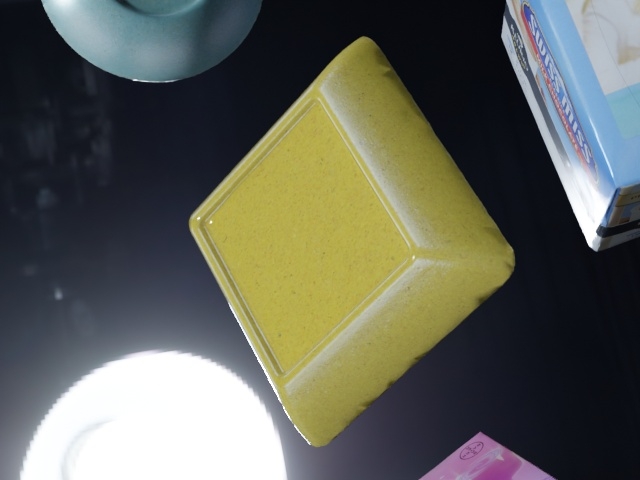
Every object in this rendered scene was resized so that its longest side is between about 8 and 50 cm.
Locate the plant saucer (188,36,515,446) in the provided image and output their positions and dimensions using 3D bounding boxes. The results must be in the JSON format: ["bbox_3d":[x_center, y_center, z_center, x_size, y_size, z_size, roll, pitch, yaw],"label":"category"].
[{"bbox_3d":[0.000,0.000,1.570,0.081,0.333,0.333,5,-43,-50],"label":"plant saucer"}]

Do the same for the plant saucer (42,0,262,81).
[{"bbox_3d":[-0.139,-0.231,1.222,0.195,0.195,0.037,-8,-6,-12],"label":"plant saucer"}]

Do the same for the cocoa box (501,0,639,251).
[{"bbox_3d":[0.352,-0.172,1.213,0.347,0.231,0.228,-20,-13,1],"label":"cocoa box"}]

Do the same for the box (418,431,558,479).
[{"bbox_3d":[0.185,0.364,1.750,0.213,0.117,0.243,-36,17,-9],"label":"box"}]
